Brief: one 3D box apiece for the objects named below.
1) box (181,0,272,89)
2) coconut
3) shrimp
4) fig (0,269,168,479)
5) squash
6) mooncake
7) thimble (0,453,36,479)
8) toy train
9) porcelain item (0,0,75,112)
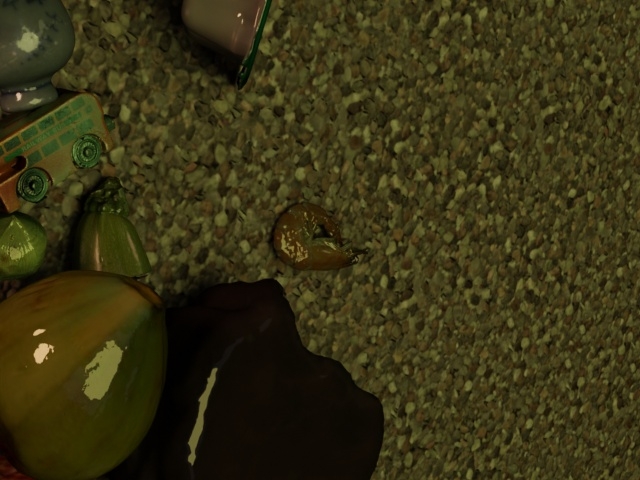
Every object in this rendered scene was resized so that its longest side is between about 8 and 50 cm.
[{"bbox_3d":[-0.093,-0.367,1.640,0.106,0.264,0.337,18,90,-4],"label":"box"},{"bbox_3d":[-0.369,0.005,1.563,0.088,0.088,0.096,-25,149,-34],"label":"coconut"},{"bbox_3d":[0.000,0.000,1.927,0.180,0.041,0.099,13,79,-41],"label":"shrimp"},{"bbox_3d":[-0.283,0.151,1.556,0.271,0.239,0.239,-39,136,21],"label":"fig"},{"bbox_3d":[-0.272,-0.013,1.653,0.105,0.105,0.132,-12,96,-39],"label":"squash"},{"bbox_3d":[-0.113,0.255,1.769,0.350,0.212,0.381,-46,125,-37],"label":"mooncake"},{"bbox_3d":[-0.360,0.450,1.606,0.350,0.230,0.350,-15,114,-39],"label":"thimble"},{"bbox_3d":[-0.335,-0.113,1.575,0.188,0.072,0.099,-38,118,-27],"label":"toy train"},{"bbox_3d":[-0.356,-0.275,1.468,0.141,0.141,0.259,-22,108,-35],"label":"porcelain item"}]
